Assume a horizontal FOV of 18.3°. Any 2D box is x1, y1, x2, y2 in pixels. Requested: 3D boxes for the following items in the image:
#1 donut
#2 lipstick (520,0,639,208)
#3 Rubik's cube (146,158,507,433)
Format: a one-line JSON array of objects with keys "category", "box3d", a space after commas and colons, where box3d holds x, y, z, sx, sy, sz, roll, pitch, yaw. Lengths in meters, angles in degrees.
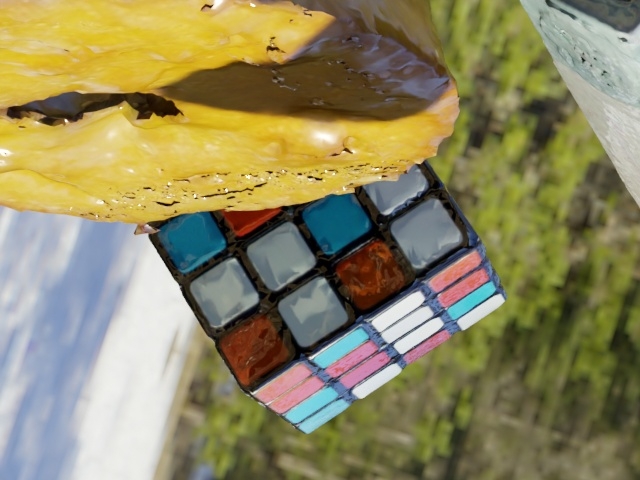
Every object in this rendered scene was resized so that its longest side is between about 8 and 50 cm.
[{"category": "donut", "box3d": [-0.086, -0.086, 0.726, 0.277, 0.277, 0.108, 86, 1, -76]}, {"category": "lipstick", "box3d": [0.165, -0.025, 0.781, 0.068, 0.066, 0.317, -49, 141, -7]}, {"category": "Rubik's cube", "box3d": [0.000, 0.000, 1.156, 0.155, 0.154, 0.151, -33, 162, 3]}]
